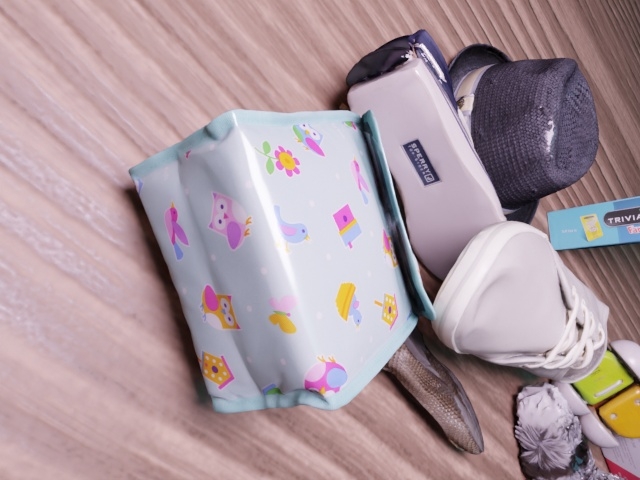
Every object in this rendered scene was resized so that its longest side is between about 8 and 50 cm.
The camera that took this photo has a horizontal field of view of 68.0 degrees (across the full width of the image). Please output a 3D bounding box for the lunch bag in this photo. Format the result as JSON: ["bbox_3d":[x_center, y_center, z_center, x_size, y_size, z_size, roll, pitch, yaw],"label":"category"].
[{"bbox_3d":[0.000,0.000,0.443,0.262,0.160,0.223,-20,93,-53],"label":"lunch bag"}]

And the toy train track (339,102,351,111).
[{"bbox_3d":[0.052,-0.167,0.600,0.048,0.014,0.083,42,59,-26],"label":"toy train track"}]

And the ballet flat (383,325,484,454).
[{"bbox_3d":[0.136,0.187,0.591,0.250,0.058,0.084,52,20,-27],"label":"ballet flat"}]

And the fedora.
[{"bbox_3d":[0.327,-0.171,0.735,0.334,0.153,0.333,7,79,-38],"label":"fedora"}]

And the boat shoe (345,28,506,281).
[{"bbox_3d":[0.158,-0.106,0.613,0.340,0.127,0.158,60,35,-28],"label":"boat shoe"}]

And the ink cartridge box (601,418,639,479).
[{"bbox_3d":[0.680,0.378,0.833,0.131,0.306,0.226,-33,104,-37],"label":"ink cartridge box"}]

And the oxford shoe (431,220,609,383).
[{"bbox_3d":[0.271,0.095,0.582,0.449,0.130,0.169,27,98,-50],"label":"oxford shoe"}]

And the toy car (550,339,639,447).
[{"bbox_3d":[0.492,0.248,0.820,0.182,0.159,0.136,48,16,-8],"label":"toy car"}]

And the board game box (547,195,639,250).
[{"bbox_3d":[0.631,-0.042,0.841,0.254,0.336,0.079,-1,84,-39],"label":"board game box"}]

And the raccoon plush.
[{"bbox_3d":[0.500,0.410,0.758,0.299,0.216,0.446,-10,89,-46],"label":"raccoon plush"}]
